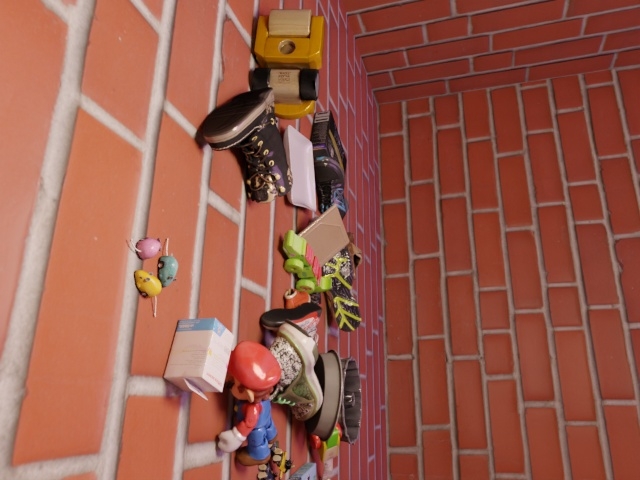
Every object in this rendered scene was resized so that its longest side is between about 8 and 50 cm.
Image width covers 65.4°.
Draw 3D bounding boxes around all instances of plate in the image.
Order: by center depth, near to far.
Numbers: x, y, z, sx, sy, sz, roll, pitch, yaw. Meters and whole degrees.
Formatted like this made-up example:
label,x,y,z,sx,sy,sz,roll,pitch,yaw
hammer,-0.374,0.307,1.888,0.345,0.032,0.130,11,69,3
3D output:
label,x,y,z,sx,sy,sz,roll,pitch,yaw
plate,-0.081,-0.253,1.825,0.278,0.045,0.277,9,77,-74

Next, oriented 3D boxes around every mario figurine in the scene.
label,x,y,z,sx,sy,sz,roll,pitch,yaw
mario figurine,-0.187,0.381,1.212,0.198,0.170,0.320,-137,-139,-57

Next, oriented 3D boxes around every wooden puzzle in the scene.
label,x,y,z,sx,sy,sz,roll,pitch,yaw
wooden puzzle,0.000,0.000,1.854,0.221,0.044,0.239,-41,141,-18

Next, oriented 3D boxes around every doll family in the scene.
label,x,y,z,sx,sy,sz,roll,pitch,yaw
doll family,-0.122,0.648,1.382,0.193,0.076,0.111,-70,156,-45

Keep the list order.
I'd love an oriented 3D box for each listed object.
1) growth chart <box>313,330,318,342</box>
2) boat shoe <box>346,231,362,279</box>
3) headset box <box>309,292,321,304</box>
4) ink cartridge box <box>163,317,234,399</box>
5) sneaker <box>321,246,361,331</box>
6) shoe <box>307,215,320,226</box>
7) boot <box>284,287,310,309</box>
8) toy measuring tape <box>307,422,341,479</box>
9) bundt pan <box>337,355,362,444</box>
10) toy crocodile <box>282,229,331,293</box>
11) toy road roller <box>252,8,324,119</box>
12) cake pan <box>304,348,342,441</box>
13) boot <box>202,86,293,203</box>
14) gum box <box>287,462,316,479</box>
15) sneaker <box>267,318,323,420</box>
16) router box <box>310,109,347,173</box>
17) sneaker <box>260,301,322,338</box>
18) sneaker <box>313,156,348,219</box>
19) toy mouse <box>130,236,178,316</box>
label,x,y,z,sx,sy,sz,roll,pitch,yaw
growth chart,-0.032,0.396,1.854,0.172,0.021,0.237,28,59,-72
boat shoe,0.142,0.087,2.366,0.324,0.120,0.122,-77,156,-47
headset box,-0.021,0.206,1.924,0.062,0.032,0.083,14,74,-73
ink cartridge box,-0.247,0.243,1.016,0.092,0.090,0.143,64,27,-51
sneaker,0.067,0.193,2.119,0.147,0.145,0.385,177,-94,-75
shoe,-0.018,-0.012,1.951,0.178,0.063,0.081,-71,154,-43
boot,-0.079,0.191,1.687,0.158,0.059,0.085,-47,125,-67
toy measuring tape,0.009,0.733,1.791,0.121,0.121,0.330,-70,167,-56
bundt pan,0.071,0.626,1.959,0.331,0.124,0.331,-5,90,-75
toy crocodile,-0.049,0.085,1.726,0.340,0.105,0.115,66,25,-48
toy road roller,-0.094,-0.548,1.609,0.240,0.202,0.330,71,22,-76
cake pan,0.002,0.504,1.643,0.293,0.054,0.293,-169,-90,-76
boot,-0.177,-0.233,1.338,0.377,0.138,0.284,-77,157,-60
gum box,-0.056,0.824,1.608,0.184,0.041,0.157,26,61,-73
sneaker,-0.111,0.410,1.445,0.182,0.158,0.410,-32,136,-29
router box,0.039,-0.375,2.211,0.309,0.081,0.243,66,24,-49
sneaker,-0.094,0.282,1.536,0.270,0.090,0.145,-4,112,-58
sneaker,0.046,-0.199,2.111,0.140,0.125,0.341,-73,151,-42
toy mouse,-0.310,0.040,0.962,0.143,0.031,0.161,-74,154,-51
